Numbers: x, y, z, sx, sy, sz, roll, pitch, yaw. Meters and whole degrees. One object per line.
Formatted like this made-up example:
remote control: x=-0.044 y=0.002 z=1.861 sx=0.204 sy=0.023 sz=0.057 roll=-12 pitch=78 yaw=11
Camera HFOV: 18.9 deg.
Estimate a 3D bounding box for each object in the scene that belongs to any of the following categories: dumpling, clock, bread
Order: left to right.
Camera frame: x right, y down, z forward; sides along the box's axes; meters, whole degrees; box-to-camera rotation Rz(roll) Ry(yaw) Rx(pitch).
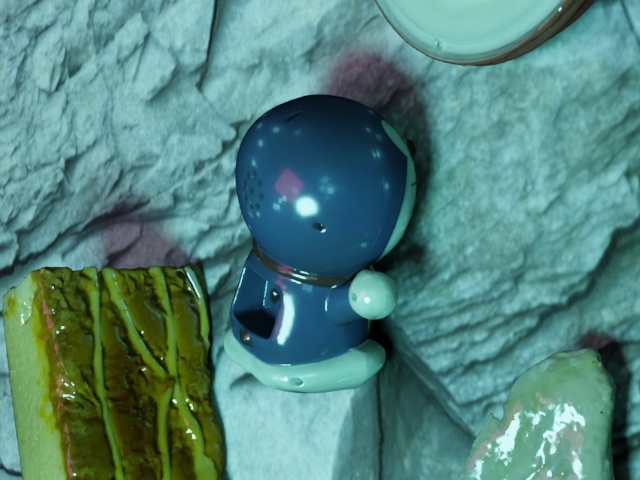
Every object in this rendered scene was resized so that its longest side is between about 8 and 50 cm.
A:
bread: x=-0.187 y=0.165 z=1.810 sx=0.114 sy=0.185 sz=0.274 roll=-27 pitch=68 yaw=54
clock: x=0.000 y=0.000 z=1.595 sx=0.199 sy=0.146 sz=0.243 roll=39 pitch=128 yaw=52
clock: x=0.123 y=-0.292 z=1.475 sx=0.318 sy=0.080 sz=0.318 roll=1 pitch=92 yaw=53
dumpling: x=0.162 y=0.252 z=1.418 sx=0.166 sy=0.086 sz=0.332 roll=-9 pitch=81 yaw=21
